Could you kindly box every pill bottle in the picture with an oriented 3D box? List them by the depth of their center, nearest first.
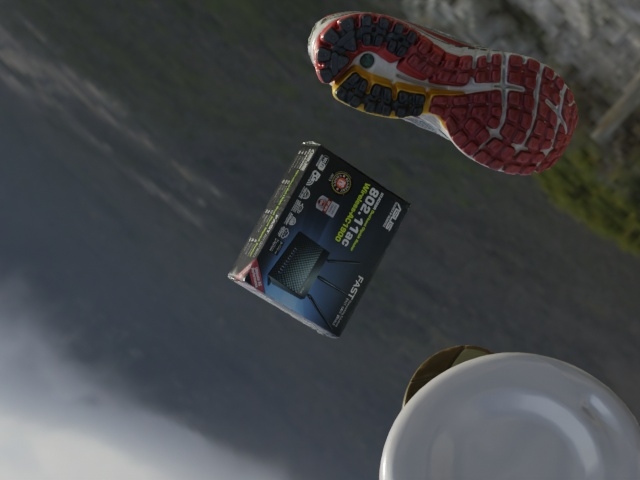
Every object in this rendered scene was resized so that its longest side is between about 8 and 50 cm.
[{"bbox_3d":[0.122,0.194,0.893,0.152,0.152,0.272,41,162,28],"label":"pill bottle"}]

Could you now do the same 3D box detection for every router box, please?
[{"bbox_3d":[0.000,0.000,1.090,0.092,0.122,0.038,32,173,-23],"label":"router box"}]

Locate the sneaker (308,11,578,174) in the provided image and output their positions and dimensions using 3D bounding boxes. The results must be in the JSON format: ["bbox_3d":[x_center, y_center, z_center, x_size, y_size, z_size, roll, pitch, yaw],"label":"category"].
[{"bbox_3d":[0.094,-0.121,1.077,0.225,0.088,0.092,23,-167,-20],"label":"sneaker"}]

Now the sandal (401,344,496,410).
[{"bbox_3d":[0.092,0.164,1.124,0.072,0.180,0.049,16,156,9],"label":"sandal"}]
